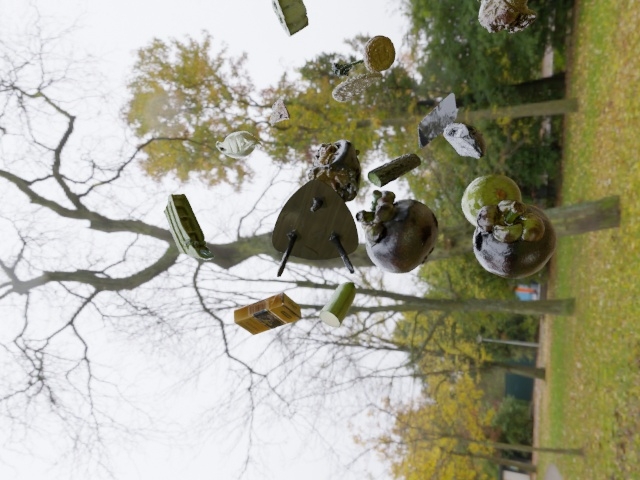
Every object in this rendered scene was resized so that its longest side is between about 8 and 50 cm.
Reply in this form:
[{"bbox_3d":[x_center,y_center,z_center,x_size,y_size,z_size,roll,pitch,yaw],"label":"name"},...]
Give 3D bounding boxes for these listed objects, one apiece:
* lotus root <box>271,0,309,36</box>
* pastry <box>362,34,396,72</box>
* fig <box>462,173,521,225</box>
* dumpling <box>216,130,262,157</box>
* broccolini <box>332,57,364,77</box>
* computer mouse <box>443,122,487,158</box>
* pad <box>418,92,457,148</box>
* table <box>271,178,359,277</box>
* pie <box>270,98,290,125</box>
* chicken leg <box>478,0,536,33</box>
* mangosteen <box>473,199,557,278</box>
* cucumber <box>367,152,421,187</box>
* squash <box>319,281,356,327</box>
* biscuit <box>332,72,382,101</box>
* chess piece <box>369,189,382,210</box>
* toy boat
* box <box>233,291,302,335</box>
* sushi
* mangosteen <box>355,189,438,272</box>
[{"bbox_3d":[-0.142,-1.048,2.280,0.138,0.119,0.235,47,161,56],"label":"lotus root"},{"bbox_3d":[0.169,-0.540,1.473,0.097,0.109,0.057,37,-169,-19],"label":"pastry"},{"bbox_3d":[0.780,-0.164,2.339,0.326,0.258,0.258,54,-137,-73],"label":"fig"},{"bbox_3d":[-0.289,-0.356,1.908,0.134,0.169,0.100,-14,-98,-66],"label":"dumpling"},{"bbox_3d":[0.169,-0.755,2.167,0.071,0.254,0.058,11,-111,-65],"label":"broccolini"},{"bbox_3d":[0.488,-0.333,1.678,0.122,0.073,0.217,46,-178,-18],"label":"computer mouse"},{"bbox_3d":[0.548,-0.596,2.343,0.055,0.250,0.323,33,-128,-14],"label":"pad"},{"bbox_3d":[0.000,0.000,1.713,0.249,0.317,0.317,-89,-7,-67],"label":"table"},{"bbox_3d":[-0.166,-0.499,1.972,0.033,0.191,0.088,-3,-87,-26],"label":"pie"},{"bbox_3d":[0.688,-0.843,1.750,0.140,0.361,0.211,-30,-88,-28],"label":"chicken leg"},{"bbox_3d":[0.688,-0.010,1.860,0.313,0.297,0.297,24,-117,-20],"label":"mangosteen"},{"bbox_3d":[0.273,-0.272,1.864,0.211,0.078,0.062,-32,-39,-22],"label":"cucumber"},{"bbox_3d":[0.078,0.232,1.920,0.188,0.095,0.095,-53,-39,-36],"label":"squash"},{"bbox_3d":[0.123,-0.607,2.015,0.133,0.250,0.032,-9,-95,-34],"label":"biscuit"},{"bbox_3d":[0.213,-0.152,1.992,0.093,0.042,0.042,103,-170,-45],"label":"chess piece"},{"bbox_3d":[-0.493,-0.039,1.874,0.276,0.084,0.111,62,-158,8],"label":"toy boat"},{"bbox_3d":[-0.215,0.301,2.078,0.152,0.237,0.070,49,-153,-48],"label":"box"},{"bbox_3d":[0.057,-0.265,1.936,0.204,0.200,0.213,-75,-11,-58],"label":"sushi"},{"bbox_3d":[0.317,-0.029,2.065,0.330,0.330,0.330,3,-90,-68],"label":"mangosteen"}]
